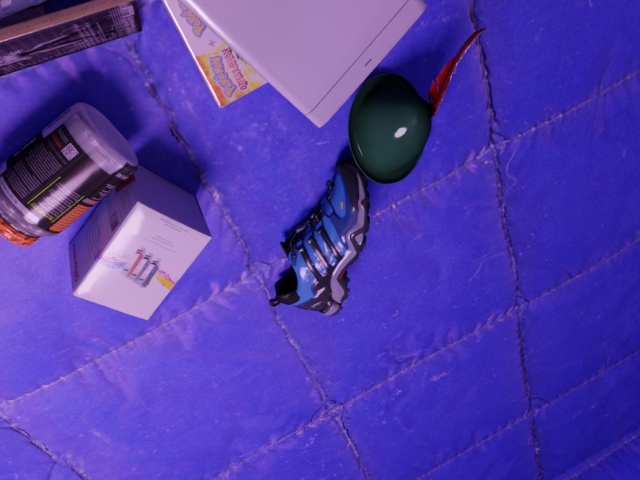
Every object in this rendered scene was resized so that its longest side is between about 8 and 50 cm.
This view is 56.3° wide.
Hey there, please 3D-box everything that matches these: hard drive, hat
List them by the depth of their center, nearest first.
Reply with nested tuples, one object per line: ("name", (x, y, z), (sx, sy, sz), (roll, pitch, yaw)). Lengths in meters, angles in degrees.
("hard drive", (-0.040, -0.336, 0.763), (0.233, 0.047, 0.353), (-48, 130, 8))
("hat", (0.159, -0.177, 0.912), (0.173, 0.183, 0.208), (-43, 123, -23))

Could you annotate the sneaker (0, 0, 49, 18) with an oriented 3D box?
("sneaker", (-0.371, -0.383, 0.586), (0.236, 0.130, 0.323), (-42, 107, -21))

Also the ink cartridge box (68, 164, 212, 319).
("ink cartridge box", (-0.275, 0.003, 0.897), (0.127, 0.128, 0.176), (30, 108, -38))

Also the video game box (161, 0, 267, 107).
("video game box", (-0.104, -0.312, 0.809), (0.187, 0.048, 0.205), (-29, 130, -3))

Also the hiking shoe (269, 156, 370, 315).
("hiking shoe", (0.000, 0.000, 1.040), (0.132, 0.113, 0.304), (6, 113, -16))

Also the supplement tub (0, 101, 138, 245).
("supplement tub", (-0.353, -0.085, 0.804), (0.190, 0.117, 0.117), (-38, 131, 3))

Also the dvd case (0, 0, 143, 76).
("dvd case", (-0.318, -0.233, 0.693), (0.221, 0.164, 0.018), (-23, 103, -10))

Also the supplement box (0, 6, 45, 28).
("supplement box", (-0.362, -0.299, 0.700), (0.062, 0.036, 0.098), (-9, 124, -20))
